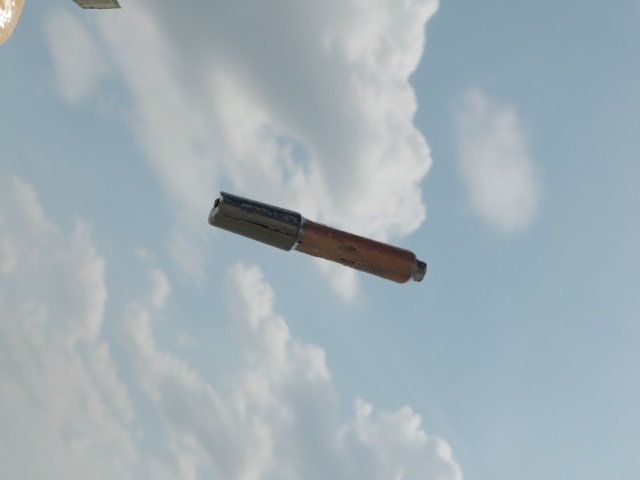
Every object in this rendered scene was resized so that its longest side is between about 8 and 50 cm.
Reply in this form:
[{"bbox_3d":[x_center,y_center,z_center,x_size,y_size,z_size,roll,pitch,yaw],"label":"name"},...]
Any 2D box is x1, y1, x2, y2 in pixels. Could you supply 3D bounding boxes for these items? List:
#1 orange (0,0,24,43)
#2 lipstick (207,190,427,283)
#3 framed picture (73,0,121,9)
[{"bbox_3d":[-0.553,-0.381,1.343,0.274,0.274,0.274,42,-32,33],"label":"orange"},{"bbox_3d":[0.000,0.000,1.758,0.077,0.418,0.077,-163,-90,-76],"label":"lipstick"},{"bbox_3d":[-0.567,-0.586,2.034,0.273,0.016,0.216,40,-14,-37],"label":"framed picture"}]
